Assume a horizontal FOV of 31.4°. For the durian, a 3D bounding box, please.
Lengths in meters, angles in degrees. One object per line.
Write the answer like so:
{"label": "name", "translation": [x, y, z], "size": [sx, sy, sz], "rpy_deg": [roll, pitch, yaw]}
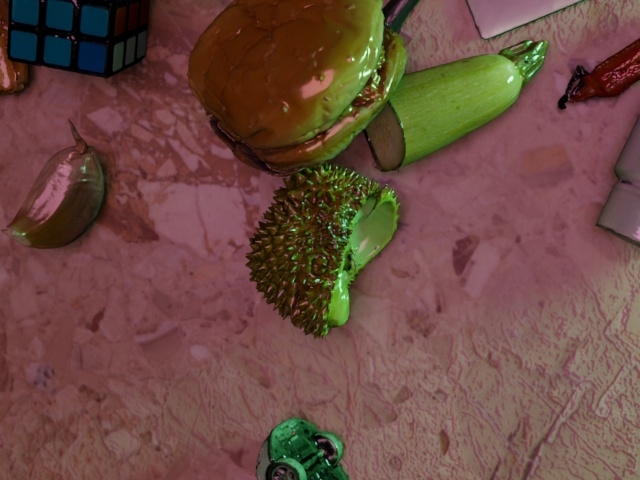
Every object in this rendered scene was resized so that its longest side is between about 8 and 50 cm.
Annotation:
{"label": "durian", "translation": [-0.003, 0.003, 1.575], "size": [0.177, 0.200, 0.237], "rpy_deg": [30, 99, 1]}

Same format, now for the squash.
{"label": "squash", "translation": [0.192, -0.194, 1.585], "size": [0.288, 0.137, 0.137], "rpy_deg": [-18, 86, 7]}

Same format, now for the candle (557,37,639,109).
{"label": "candle", "translation": [0.464, -0.260, 1.573], "size": [0.302, 0.084, 0.059], "rpy_deg": [-29, 53, 14]}

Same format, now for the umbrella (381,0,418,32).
{"label": "umbrella", "translation": [0.127, -0.356, 1.645], "size": [0.036, 0.031, 0.133], "rpy_deg": [42, 97, 34]}

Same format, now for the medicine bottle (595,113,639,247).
{"label": "medicine bottle", "translation": [0.480, -0.107, 1.521], "size": [0.152, 0.152, 0.254], "rpy_deg": [25, 94, 9]}

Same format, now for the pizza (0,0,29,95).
{"label": "pizza", "translation": [-0.594, -0.327, 1.747], "size": [0.288, 0.074, 0.251], "rpy_deg": [-8, 85, 8]}

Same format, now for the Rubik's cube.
{"label": "Rubik's cube", "translation": [-0.344, -0.336, 1.640], "size": [0.162, 0.163, 0.160], "rpy_deg": [10, 110, 6]}

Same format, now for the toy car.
{"label": "toy car", "translation": [0.003, 0.404, 1.608], "size": [0.125, 0.136, 0.305], "rpy_deg": [-38, 82, 28]}

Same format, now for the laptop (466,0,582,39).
{"label": "laptop", "translation": [0.322, -0.419, 1.619], "size": [0.269, 0.015, 0.187], "rpy_deg": [-21, 86, 9]}

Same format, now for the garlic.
{"label": "garlic", "translation": [-0.377, -0.078, 1.676], "size": [0.090, 0.128, 0.198], "rpy_deg": [38, 98, 24]}

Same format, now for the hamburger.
{"label": "hamburger", "translation": [-0.037, -0.236, 1.554], "size": [0.319, 0.158, 0.318], "rpy_deg": [-19, 52, 25]}
